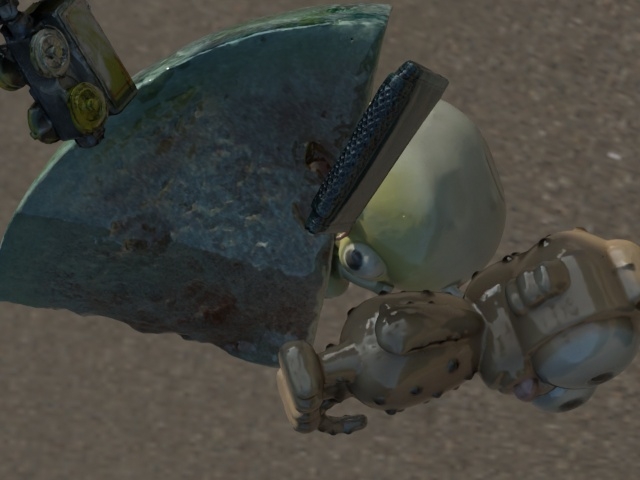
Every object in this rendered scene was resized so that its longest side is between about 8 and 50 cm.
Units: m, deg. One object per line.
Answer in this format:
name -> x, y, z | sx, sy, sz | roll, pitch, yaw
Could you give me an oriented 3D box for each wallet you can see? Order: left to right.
wallet -> 0.034, -0.061, 1.189 | 0.026, 0.088, 0.129 | 36, 100, 13

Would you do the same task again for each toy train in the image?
toy train -> -0.187, -0.151, 1.142 | 0.060, 0.202, 0.081 | -7, 35, 39

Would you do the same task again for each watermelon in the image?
watermelon -> -0.067, -0.023, 1.399 | 0.387, 0.228, 0.258 | -32, 87, 15

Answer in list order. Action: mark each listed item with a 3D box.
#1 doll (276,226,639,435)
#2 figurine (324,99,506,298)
doll -> 0.105, 0.076, 1.285 | 0.278, 0.154, 0.119 | -17, 67, -1
figurine -> 0.000, 0.000, 1.824 | 0.394, 0.274, 0.227 | -20, 75, 14
